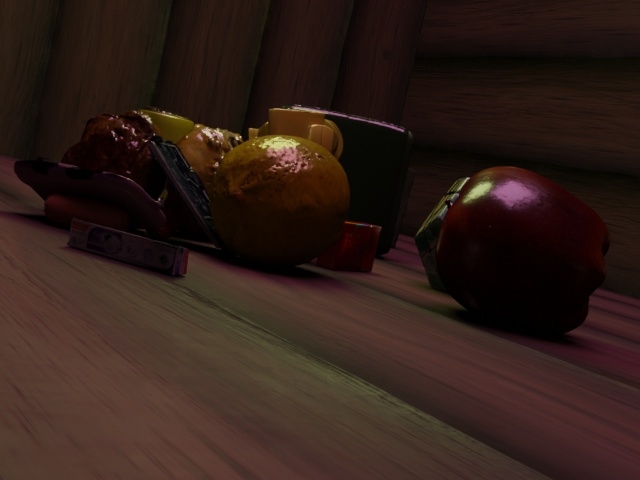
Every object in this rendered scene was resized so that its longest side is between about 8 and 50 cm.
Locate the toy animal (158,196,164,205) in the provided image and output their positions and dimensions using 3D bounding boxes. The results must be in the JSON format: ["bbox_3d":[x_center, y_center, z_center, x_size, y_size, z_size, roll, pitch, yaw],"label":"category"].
[{"bbox_3d":[-0.414,-0.074,1.811,0.124,0.071,0.085,9,6,-42],"label":"toy animal"}]

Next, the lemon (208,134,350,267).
[{"bbox_3d":[-0.072,-0.076,1.562,0.257,0.258,0.310,16,18,39],"label":"lemon"}]

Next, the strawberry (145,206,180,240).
[{"bbox_3d":[-0.314,-0.031,1.587,0.073,0.074,0.083,11,17,-16],"label":"strawberry"}]

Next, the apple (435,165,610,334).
[{"bbox_3d":[0.361,0.022,1.480,0.316,0.288,0.288,23,6,10],"label":"apple"}]

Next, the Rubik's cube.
[{"bbox_3d":[0.376,0.001,1.831,0.318,0.319,0.264,14,-22,20],"label":"Rubik's cube"}]

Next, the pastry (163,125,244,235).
[{"bbox_3d":[-0.244,-0.133,1.839,0.161,0.255,0.311,9,9,7],"label":"pastry"}]

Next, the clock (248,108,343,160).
[{"bbox_3d":[-0.069,-0.125,1.866,0.200,0.317,0.244,8,-8,-16],"label":"clock"}]

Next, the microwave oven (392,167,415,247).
[{"bbox_3d":[0.112,-0.183,2.920,0.236,0.375,0.432,14,0,38],"label":"microwave oven"}]

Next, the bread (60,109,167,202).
[{"bbox_3d":[-0.425,-0.151,1.668,0.232,0.247,0.135,11,-6,18],"label":"bread"}]

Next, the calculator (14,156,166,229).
[{"bbox_3d":[-0.424,-0.078,1.504,0.294,0.043,0.194,9,-27,22],"label":"calculator"}]

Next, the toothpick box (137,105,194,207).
[{"bbox_3d":[-0.398,-0.184,1.949,0.174,0.272,0.175,12,4,-1],"label":"toothpick box"}]

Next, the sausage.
[{"bbox_3d":[-0.423,-0.046,1.455,0.154,0.062,0.062,13,4,5],"label":"sausage"}]

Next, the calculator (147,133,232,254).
[{"bbox_3d":[-0.249,-0.089,1.605,0.274,0.028,0.166,57,6,1],"label":"calculator"}]

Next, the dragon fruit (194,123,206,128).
[{"bbox_3d":[-0.355,-0.185,2.176,0.296,0.263,0.314,17,6,44],"label":"dragon fruit"}]

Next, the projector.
[{"bbox_3d":[0.045,-0.182,2.414,0.404,0.396,0.242,11,4,-3],"label":"projector"}]

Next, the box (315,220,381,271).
[{"bbox_3d":[0.067,0.013,1.818,0.048,0.112,0.175,15,6,34],"label":"box"}]

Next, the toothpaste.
[{"bbox_3d":[-0.291,0.008,1.216,0.196,0.047,0.040,14,8,20],"label":"toothpaste"}]
